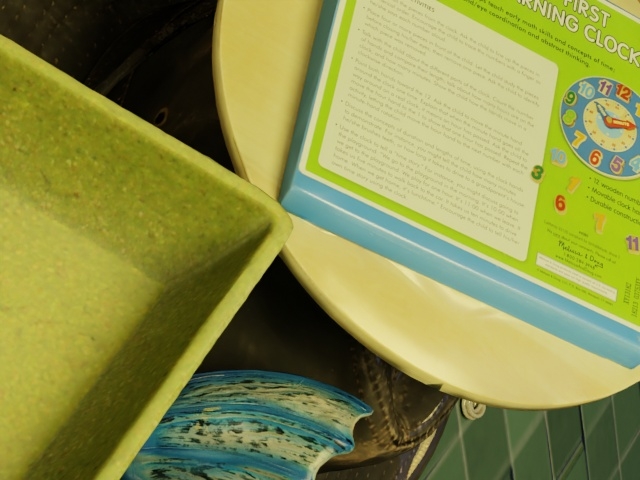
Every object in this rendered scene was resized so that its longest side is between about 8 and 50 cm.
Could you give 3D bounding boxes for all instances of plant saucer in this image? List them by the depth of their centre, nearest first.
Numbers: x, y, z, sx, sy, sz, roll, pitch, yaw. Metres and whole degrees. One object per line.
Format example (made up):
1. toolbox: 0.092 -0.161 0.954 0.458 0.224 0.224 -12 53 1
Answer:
1. plant saucer: -0.131 0.015 0.445 0.188 0.188 0.045 -56 175 -41

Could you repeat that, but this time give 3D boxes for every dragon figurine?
1. dragon figurine: -0.022 0.098 0.514 0.085 0.289 0.144 -95 -179 -66

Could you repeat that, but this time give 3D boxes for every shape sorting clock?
1. shape sorting clock: 0.055 -0.040 0.557 0.206 0.040 0.206 11 67 -26

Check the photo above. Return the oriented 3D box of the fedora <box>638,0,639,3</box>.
1. fedora: 0.126 -0.149 0.718 0.194 0.079 0.194 -14 130 -16

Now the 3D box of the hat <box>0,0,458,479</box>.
1. hat: 0.000 0.000 0.613 0.331 0.134 0.331 3 85 -46

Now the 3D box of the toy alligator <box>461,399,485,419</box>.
1. toy alligator: 0.116 0.018 0.969 0.056 0.051 0.190 -6 99 -60
